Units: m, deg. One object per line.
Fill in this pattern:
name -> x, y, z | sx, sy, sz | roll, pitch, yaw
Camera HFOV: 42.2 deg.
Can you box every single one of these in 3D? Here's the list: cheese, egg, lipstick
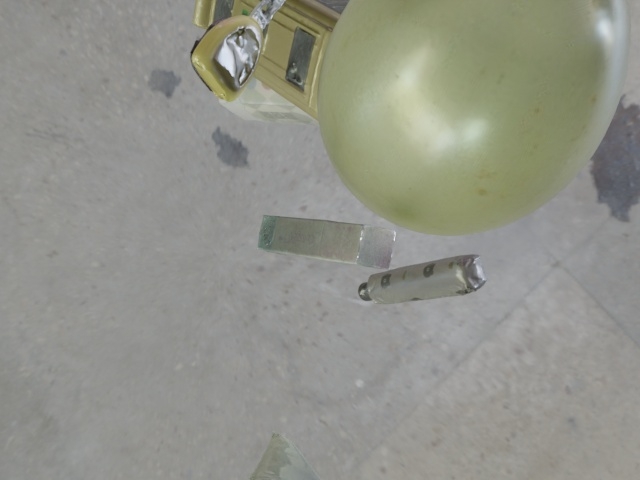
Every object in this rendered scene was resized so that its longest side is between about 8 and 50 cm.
cheese -> -0.091, -0.252, 1.018 | 0.162, 0.036, 0.086 | -57, 134, -21
egg -> 0.096, -0.105, 0.542 | 0.189, 0.253, 0.188 | 5, 66, -11
lipstick -> 0.000, 0.000, 1.367 | 0.068, 0.317, 0.066 | 12, 87, -32

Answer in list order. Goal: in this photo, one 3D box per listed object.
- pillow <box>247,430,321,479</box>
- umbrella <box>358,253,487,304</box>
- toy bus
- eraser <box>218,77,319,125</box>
pillow -> -0.060, 0.309, 0.893 | 0.078, 0.254, 0.144 | -30, 87, 22
umbrella -> 0.186, 0.081, 1.605 | 0.067, 0.337, 0.073 | -3, 84, -35
toy bus -> -0.023, -0.313, 1.242 | 0.202, 0.365, 0.177 | -10, 126, -38
eraser -> -0.027, -0.307, 1.478 | 0.082, 0.397, 0.213 | -16, 109, -47
